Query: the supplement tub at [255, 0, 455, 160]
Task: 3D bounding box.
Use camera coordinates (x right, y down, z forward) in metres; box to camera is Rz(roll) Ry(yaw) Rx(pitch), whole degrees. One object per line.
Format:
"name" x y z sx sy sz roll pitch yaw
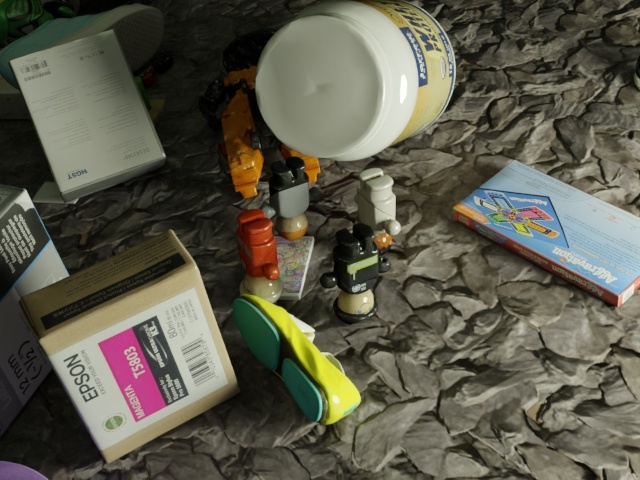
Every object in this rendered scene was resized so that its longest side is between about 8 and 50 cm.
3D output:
"supplement tub" 0.058 -0.243 1.356 0.228 0.228 0.316 9 18 22

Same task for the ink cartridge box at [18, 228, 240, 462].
"ink cartridge box" -0.219 0.130 1.085 0.193 0.235 0.088 -28 43 -16

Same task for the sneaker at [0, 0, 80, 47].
"sneaker" -0.560 -0.450 1.856 0.146 0.134 0.343 10 25 0

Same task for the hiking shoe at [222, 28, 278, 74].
"hiking shoe" -0.029 -0.345 1.680 0.304 0.113 0.132 -4 12 18

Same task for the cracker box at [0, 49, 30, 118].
"cracker box" -0.575 -0.306 1.767 0.232 0.067 0.156 2 44 16

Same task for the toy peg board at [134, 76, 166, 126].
"toy peg board" -0.387 -0.228 1.630 0.160 0.079 0.161 2 43 15

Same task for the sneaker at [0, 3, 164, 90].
"sneaker" -0.445 -0.375 1.683 0.150 0.135 0.366 28 37 19

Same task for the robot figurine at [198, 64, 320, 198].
"robot figurine" -0.096 -0.200 1.528 0.211 0.085 0.291 -12 43 -1

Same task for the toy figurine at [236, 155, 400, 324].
"toy figurine" 0.000 0.000 1.241 0.213 0.148 0.209 7 39 13

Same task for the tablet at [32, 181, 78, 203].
"tablet" -0.443 -0.082 1.539 0.083 0.006 0.054 3 44 16

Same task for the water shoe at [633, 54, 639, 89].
"water shoe" 0.583 -0.248 1.425 0.073 0.080 0.203 -37 47 -24

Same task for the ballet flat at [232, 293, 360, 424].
"ballet flat" -0.029 0.146 1.157 0.077 0.077 0.231 -12 40 -32

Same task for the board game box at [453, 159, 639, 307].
"board game box" 0.339 -0.018 1.272 0.145 0.027 0.281 -35 47 -26

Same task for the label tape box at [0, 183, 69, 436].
"label tape box" -0.458 0.130 1.129 0.115 0.249 0.348 8 46 21

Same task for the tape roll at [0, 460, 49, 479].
"tape roll" -0.384 0.376 0.966 0.274 0.090 0.275 -6 43 6

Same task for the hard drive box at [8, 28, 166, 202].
"hard drive box" -0.381 -0.204 1.490 0.181 0.089 0.232 -21 88 -14

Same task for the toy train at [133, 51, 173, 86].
"toy train" -0.341 -0.315 1.755 0.036 0.027 0.158 26 53 21

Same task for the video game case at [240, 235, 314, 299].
"video game case" -0.061 0.039 1.315 0.087 0.011 0.122 0 44 13
